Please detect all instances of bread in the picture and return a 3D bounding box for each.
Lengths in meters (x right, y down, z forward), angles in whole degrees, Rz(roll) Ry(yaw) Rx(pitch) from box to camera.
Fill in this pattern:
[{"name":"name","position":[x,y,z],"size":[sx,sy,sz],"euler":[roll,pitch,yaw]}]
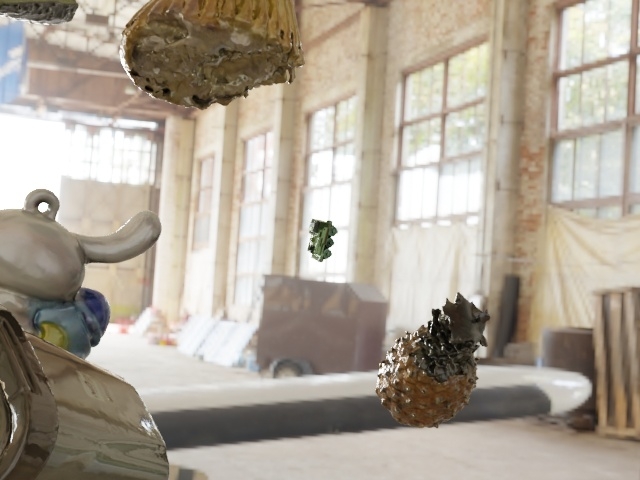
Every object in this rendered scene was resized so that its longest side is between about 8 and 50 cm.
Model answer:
[{"name":"bread","position":[-0.156,-0.294,1.414],"size":[0.274,0.149,0.274],"euler":[-1,-16,0]}]

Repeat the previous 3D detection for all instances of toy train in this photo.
[{"name":"toy train","position":[0.000,0.000,1.833],"size":[0.053,0.083,0.033],"euler":[11,6,-39]}]

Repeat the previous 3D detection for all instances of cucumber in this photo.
[{"name":"cucumber","position":[-0.440,-0.346,1.413],"size":[0.078,0.062,0.211],"euler":[45,21,2]}]

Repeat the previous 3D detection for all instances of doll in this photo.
[{"name":"doll","position":[-0.450,0.099,1.450],"size":[0.376,0.366,0.187],"euler":[10,6,-9]}]

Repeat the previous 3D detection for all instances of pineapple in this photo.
[{"name":"pineapple","position":[0.179,0.169,1.462],"size":[0.157,0.158,0.279],"euler":[4,-37,-10]}]

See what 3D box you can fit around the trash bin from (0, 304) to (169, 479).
[{"name":"trash bin","position":[-0.294,0.198,0.907],"size":[0.219,0.220,0.250],"euler":[-41,-34,9]}]
